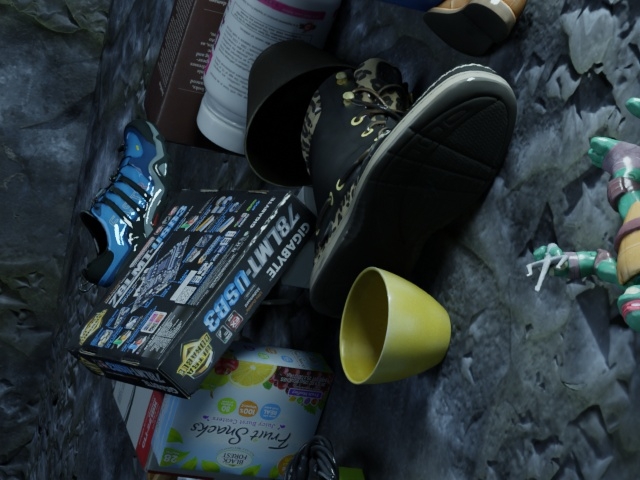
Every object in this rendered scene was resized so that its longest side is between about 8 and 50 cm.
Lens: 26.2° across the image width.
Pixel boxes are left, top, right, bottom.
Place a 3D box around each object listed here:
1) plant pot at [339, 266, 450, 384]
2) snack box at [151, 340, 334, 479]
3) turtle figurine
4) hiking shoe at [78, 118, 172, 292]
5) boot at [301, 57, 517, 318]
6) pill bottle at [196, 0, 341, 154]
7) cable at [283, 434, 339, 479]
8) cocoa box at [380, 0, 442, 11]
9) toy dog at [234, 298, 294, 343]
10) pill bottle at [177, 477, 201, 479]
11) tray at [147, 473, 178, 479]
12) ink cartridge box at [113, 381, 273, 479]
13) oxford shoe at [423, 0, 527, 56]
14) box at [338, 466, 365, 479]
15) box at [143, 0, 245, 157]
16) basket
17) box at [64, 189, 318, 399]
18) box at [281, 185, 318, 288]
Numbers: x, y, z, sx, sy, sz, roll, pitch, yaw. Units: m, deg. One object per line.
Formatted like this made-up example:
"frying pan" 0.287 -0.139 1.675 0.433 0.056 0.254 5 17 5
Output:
"plant pot" 0.092 0.103 1.570 0.134 0.095 0.134 -171 90 -68
"snack box" -0.106 0.229 1.864 0.070 0.207 0.174 -126 50 -62
"turtle figurine" 0.263 -0.005 1.158 0.175 0.118 0.234 -31 35 45
"hiking shoe" -0.307 -0.062 2.146 0.113 0.132 0.304 129 142 -56
"boot" 0.085 -0.120 1.640 0.284 0.138 0.377 -98 29 -46
"pill bottle" -0.086 -0.282 2.102 0.160 0.160 0.283 -109 36 -52
"cable" -0.007 0.315 1.697 0.184 0.047 0.150 130 151 -59
"cocoa box" 0.090 -0.487 1.648 0.228 0.231 0.347 156 122 -66
"toy dog" -0.121 0.057 2.063 0.161 0.220 0.334 -40 29 -4
"pill bottle" -0.184 0.429 2.138 0.087 0.087 0.160 150 127 -63
"tray" -0.247 0.219 2.416 0.203 0.076 0.411 122 149 -44
"ink cartridge box" -0.187 0.253 2.072 0.273 0.197 0.114 -137 61 -65
"oxford shoe" 0.184 -0.262 1.567 0.076 0.076 0.212 -52 15 -11
"box" 0.037 0.375 1.664 0.178 0.042 0.109 -108 34 -52
"box" -0.142 -0.338 2.238 0.143 0.191 0.381 -115 41 -56
"basket" -0.024 -0.193 1.921 0.204 0.154 0.227 -33 24 5
"box" -0.177 0.060 1.829 0.293 0.073 0.295 1 50 57
"box" 0.000 0.000 1.860 0.101 0.087 0.102 124 148 -46
